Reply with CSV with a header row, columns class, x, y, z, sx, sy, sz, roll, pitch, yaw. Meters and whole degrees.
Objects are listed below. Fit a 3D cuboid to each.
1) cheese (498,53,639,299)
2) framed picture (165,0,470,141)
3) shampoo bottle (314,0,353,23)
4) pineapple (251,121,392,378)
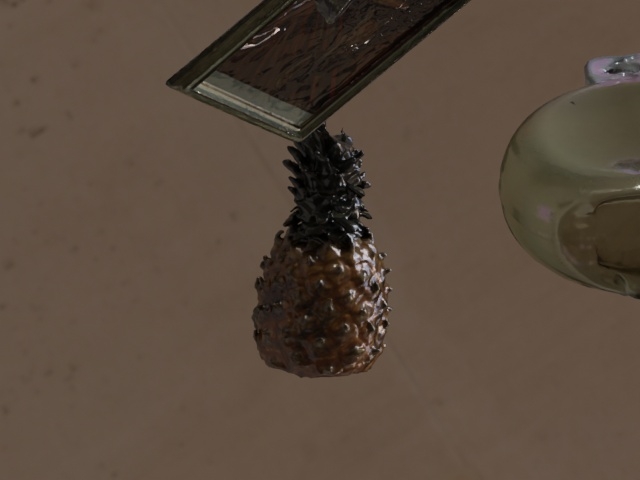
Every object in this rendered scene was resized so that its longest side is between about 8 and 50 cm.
class,x,y,z,sx,sy,sz,roll,pitch,yaw
cheese,0.159,-0.048,0.839,0.227,0.137,0.064,-77,164,-63
framed picture,0.031,-0.181,1.341,0.016,0.273,0.216,59,19,23
shampoo bottle,-0.057,-0.229,1.152,0.208,0.063,0.057,40,0,-2
pineapple,0.000,0.000,1.745,0.158,0.158,0.278,-111,-160,-74
